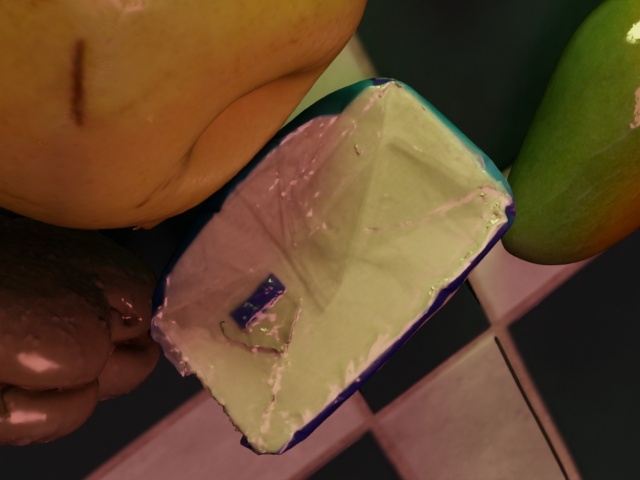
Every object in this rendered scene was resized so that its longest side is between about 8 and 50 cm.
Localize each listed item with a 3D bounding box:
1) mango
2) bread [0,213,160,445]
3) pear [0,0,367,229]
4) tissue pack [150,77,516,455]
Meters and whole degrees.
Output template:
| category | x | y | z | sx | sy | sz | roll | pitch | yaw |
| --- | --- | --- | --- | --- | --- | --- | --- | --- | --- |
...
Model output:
| category | x | y | z | sx | sy | sz | roll | pitch | yaw |
| --- | --- | --- | --- | --- | --- | --- | --- | --- | --- |
| mango | 0.230 | -0.084 | 1.104 | 0.156 | 0.114 | 0.251 | 16 | 107 | -44 |
| bread | -0.234 | 0.048 | 0.861 | 0.337 | 0.183 | 0.102 | 6 | 106 | -34 |
| pear | -0.120 | -0.160 | 0.716 | 0.309 | 0.309 | 0.309 | -15 | 124 | -24 |
| tissue pack | 0.000 | 0.000 | 0.911 | 0.137 | 0.270 | 0.209 | 42 | 95 | -4 |
